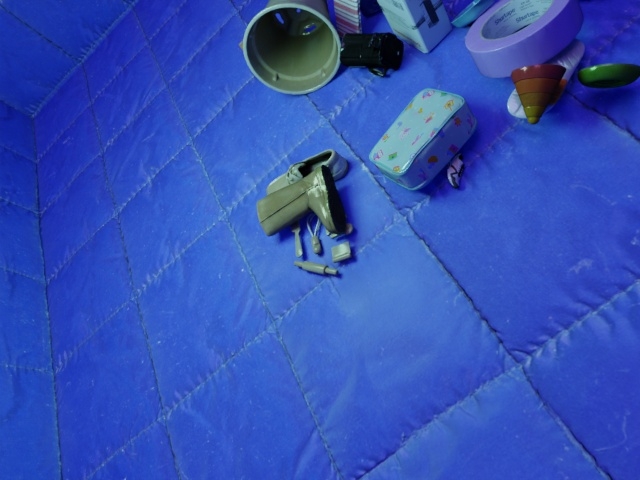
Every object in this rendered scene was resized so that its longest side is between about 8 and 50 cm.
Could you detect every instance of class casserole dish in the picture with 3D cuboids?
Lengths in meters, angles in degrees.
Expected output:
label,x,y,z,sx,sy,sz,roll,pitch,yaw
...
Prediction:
label,x,y,z,sx,sy,sz,roll,pitch,yaw
casserole dish,0.448,-0.672,1.420,0.114,0.037,0.188,-42,11,8

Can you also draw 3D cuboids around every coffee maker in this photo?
label,x,y,z,sx,sy,sz,roll,pitch,yaw
coffee maker,0.152,-0.619,1.565,0.178,0.171,0.120,18,79,39

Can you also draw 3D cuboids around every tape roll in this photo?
label,x,y,z,sx,sy,sz,roll,pitch,yaw
tape roll,0.526,-0.553,1.272,0.274,0.090,0.275,-29,35,22

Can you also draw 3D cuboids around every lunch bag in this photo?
label,x,y,z,sx,sy,sz,roll,pitch,yaw
lunch bag,0.278,-0.283,1.339,0.279,0.108,0.224,-49,32,1

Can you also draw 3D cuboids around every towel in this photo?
label,x,y,z,sx,sy,sz,roll,pitch,yaw
towel,0.099,-0.781,1.685,0.029,0.197,0.144,-28,49,-16

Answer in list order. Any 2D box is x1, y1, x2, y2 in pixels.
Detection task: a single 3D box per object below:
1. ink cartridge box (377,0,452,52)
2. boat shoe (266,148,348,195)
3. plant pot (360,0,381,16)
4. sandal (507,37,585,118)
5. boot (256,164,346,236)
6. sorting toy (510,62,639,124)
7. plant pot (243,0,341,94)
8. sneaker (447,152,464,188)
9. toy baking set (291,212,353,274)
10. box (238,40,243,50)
label,x,y,z,sx,sy,sz,roll,pitch,yaw
ink cartridge box,0.265,-0.734,1.479,0.114,0.273,0.197,-42,51,6
boat shoe,-0.062,-0.210,1.561,0.302,0.098,0.109,-18,58,27
plant pot,0.212,-0.953,1.655,0.212,0.236,0.236,-1,67,29
sandal,0.573,-0.393,1.227,0.102,0.076,0.265,37,81,22
boot,-0.063,-0.077,1.480,0.269,0.089,0.236,-27,59,29
sorting toy,0.622,-0.326,1.107,0.365,0.127,0.126,5,94,16
plant pot,-0.087,-0.752,1.731,0.333,0.334,0.305,-19,47,27
sneaker,0.361,-0.188,1.293,0.043,0.040,0.109,-12,62,28
toy baking set,-0.001,0.006,1.461,0.256,0.030,0.197,5,68,37
box,-0.288,-0.770,2.007,0.028,0.081,0.136,-40,52,13
